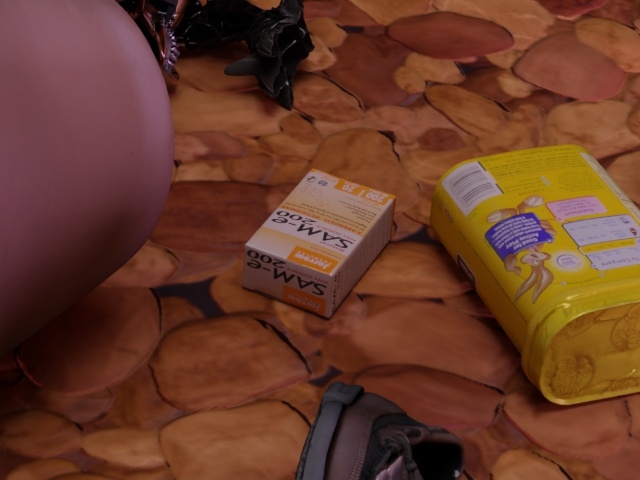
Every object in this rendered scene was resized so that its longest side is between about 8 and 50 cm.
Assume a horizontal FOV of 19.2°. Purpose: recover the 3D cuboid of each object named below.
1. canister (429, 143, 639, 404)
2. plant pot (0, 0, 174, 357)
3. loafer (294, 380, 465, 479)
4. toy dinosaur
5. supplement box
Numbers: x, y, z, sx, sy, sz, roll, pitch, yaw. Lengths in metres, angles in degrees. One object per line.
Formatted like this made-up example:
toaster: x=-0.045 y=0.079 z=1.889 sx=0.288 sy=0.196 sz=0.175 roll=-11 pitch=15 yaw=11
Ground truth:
canister: x=0.154 y=0.015 z=1.168 sx=0.126 sy=0.073 sz=0.170 roll=-9 pitch=38 yaw=-19
plant pot: x=-0.242 y=-0.045 z=1.038 sx=0.323 sy=0.323 sz=0.280 roll=29 pitch=27 yaw=28
loafer: x=0.031 y=0.125 z=0.923 sx=0.084 sy=0.096 sz=0.267 roll=10 pitch=10 yaw=3
toy dinosaur: x=-0.121 y=-0.201 z=1.363 sx=0.218 sy=0.164 sz=0.322 roll=5 pitch=56 yaw=25
supplement box: x=0.000 y=0.000 z=1.195 sx=0.062 sy=0.036 sz=0.098 roll=19 pitch=39 yaw=17
